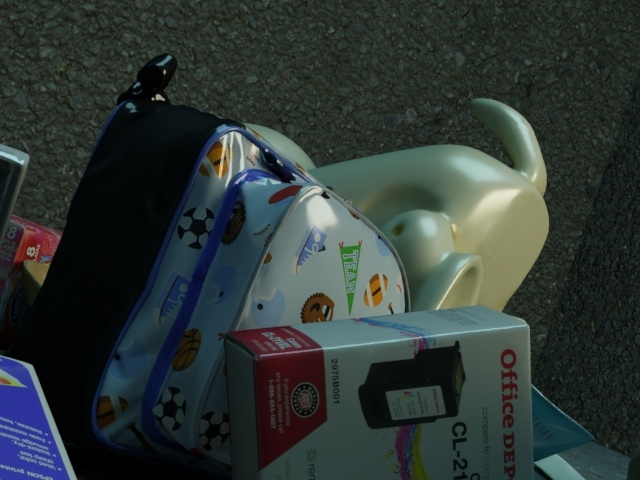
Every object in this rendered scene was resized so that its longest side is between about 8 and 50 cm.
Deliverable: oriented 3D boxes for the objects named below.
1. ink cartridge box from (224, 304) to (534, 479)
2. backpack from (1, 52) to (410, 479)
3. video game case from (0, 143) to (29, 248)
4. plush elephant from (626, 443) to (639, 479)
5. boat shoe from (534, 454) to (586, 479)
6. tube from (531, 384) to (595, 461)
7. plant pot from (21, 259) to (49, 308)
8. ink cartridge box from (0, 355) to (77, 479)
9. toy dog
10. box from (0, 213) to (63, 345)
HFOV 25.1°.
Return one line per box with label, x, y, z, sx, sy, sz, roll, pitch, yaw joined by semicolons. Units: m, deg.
ink cartridge box;0.037;0.113;0.868;0.175;0.127;0.072;-6;8;-18
backpack;-0.058;0.053;1.005;0.213;0.276;0.263;24;-5;32
video game case;-0.336;-0.010;1.092;0.183;0.201;0.023;19;28;-9
plush elephant;0.344;0.180;0.918;0.255;0.272;0.330;-6;-21;-14
boat shoe;0.155;0.221;0.884;0.099;0.116;0.319;-24;12;-5
tube;0.086;0.146;0.995;0.080;0.052;0.207;38;-46;-20
plant pot;-0.186;0.100;1.334;0.236;0.032;0.236;36;0;0
ink cartridge box;-0.213;0.087;0.642;0.206;0.045;0.208;19;10;-26
toy dog;0.000;0.000;1.478;0.408;0.395;0.284;17;-5;27
box;-0.382;0.013;1.444;0.257;0.122;0.128;19;-1;22
